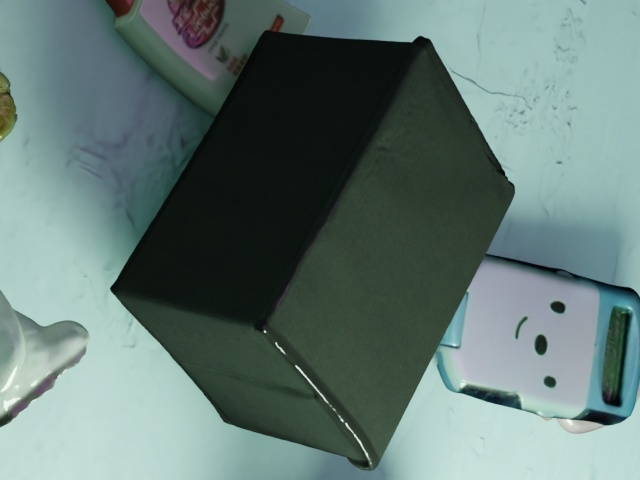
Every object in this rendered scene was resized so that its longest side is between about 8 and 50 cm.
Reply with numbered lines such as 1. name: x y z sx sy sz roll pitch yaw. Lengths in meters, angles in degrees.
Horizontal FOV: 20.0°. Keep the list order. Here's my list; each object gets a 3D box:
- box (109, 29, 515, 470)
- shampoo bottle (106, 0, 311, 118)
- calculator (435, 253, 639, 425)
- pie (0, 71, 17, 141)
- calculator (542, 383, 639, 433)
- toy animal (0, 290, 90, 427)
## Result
1. box: 0.001 0.000 1.785 0.345 0.204 0.251 -60 138 -23
2. shampoo bottle: -0.149 -0.249 1.832 0.284 0.071 0.153 39 66 -26
3. calculator: 0.255 0.115 2.070 0.293 0.051 0.173 13 77 -24
4. pie: -0.327 -0.129 1.730 0.084 0.020 0.084 5 80 -35
5. calculator: 0.317 0.172 2.142 0.166 0.024 0.103 -16 95 -33
6. toy animal: -0.364 0.064 1.554 0.289 0.249 0.174 41 49 -12
